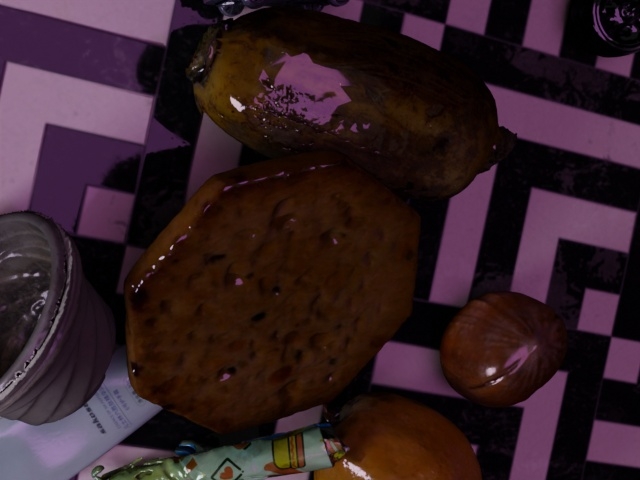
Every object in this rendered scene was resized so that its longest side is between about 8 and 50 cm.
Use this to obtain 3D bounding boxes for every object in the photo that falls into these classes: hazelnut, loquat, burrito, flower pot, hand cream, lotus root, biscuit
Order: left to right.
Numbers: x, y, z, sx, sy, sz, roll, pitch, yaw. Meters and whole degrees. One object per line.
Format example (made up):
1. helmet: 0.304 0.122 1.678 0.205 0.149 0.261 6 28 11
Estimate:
1. flower pot: -0.299 0.098 1.294 0.235 0.235 0.140 -56 134 -9
2. hand cream: -0.250 0.188 1.397 0.320 0.067 0.109 -34 108 -12
3. burrito: -0.109 0.242 1.413 0.288 0.104 0.054 -13 94 4
4. biscuit: -0.048 0.059 1.359 0.359 0.046 0.359 -18 131 -22
5. lotus root: 0.041 -0.148 1.406 0.397 0.196 0.179 17 99 -23
6. loquat: 0.088 0.269 1.470 0.234 0.187 0.176 43 89 4
7. hazelnut: 0.225 0.136 1.540 0.150 0.150 0.150 -2 96 -23

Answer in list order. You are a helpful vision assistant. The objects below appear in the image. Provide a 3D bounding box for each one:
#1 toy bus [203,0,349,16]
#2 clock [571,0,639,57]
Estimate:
1. toy bus: -0.041 -0.303 1.419 0.178 0.087 0.098 -7 96 -25
2. clock: 0.437 -0.423 1.593 0.276 0.120 0.379 -5 97 -17
